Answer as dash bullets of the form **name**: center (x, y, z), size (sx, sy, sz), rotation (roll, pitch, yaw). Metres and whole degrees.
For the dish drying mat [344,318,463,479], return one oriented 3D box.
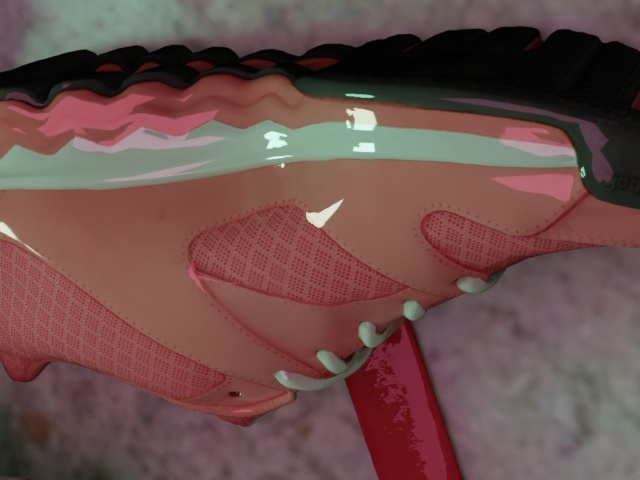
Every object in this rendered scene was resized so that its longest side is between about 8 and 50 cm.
- **dish drying mat**: center (0.029, 0.062, 0.559), size (0.032, 0.008, 0.083), rotation (-19, 89, 20)

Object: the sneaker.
- **sneaker**: center (0.000, 0.000, 0.522), size (0.314, 0.116, 0.136), rotation (2, 107, 26)

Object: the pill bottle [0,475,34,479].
- **pill bottle**: center (-0.225, 0.122, 0.579), size (0.272, 0.152, 0.152), rotation (12, 101, 18)
